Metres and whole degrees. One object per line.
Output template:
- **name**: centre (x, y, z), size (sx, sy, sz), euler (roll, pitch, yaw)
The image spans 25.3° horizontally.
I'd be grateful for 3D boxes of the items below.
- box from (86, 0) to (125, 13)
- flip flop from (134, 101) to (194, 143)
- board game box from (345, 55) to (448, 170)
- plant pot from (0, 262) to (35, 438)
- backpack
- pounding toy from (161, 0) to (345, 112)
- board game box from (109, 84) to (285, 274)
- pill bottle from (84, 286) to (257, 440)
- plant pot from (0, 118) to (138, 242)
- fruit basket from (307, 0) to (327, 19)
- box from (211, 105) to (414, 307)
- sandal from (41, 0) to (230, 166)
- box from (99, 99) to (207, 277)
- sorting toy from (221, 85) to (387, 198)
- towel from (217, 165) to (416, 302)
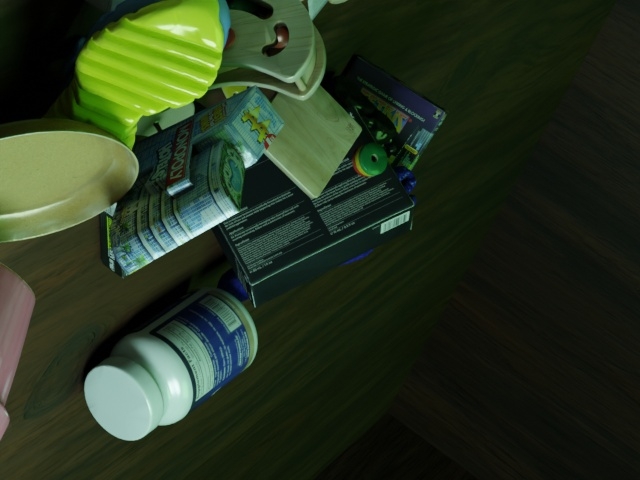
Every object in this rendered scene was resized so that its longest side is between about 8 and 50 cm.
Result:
- **box**: centre (-0.125, -0.398, 1.410), size (0.232, 0.058, 0.322), euler (-39, 160, -45)
- **flip flop**: centre (-0.240, -0.088, 1.677), size (0.277, 0.080, 0.112), euler (-39, 158, -45)
- **board game box**: centre (0.096, -0.192, 2.284), size (0.141, 0.170, 0.048), euler (-59, 172, 14)
- **plant pot**: centre (-0.392, 0.108, 1.469), size (0.201, 0.201, 0.180), euler (94, 19, -63)
- **backpack**: centre (0.010, -0.150, 2.216), size (0.182, 0.152, 0.115), euler (-47, 162, 20)
- **pounding toy**: centre (-0.074, -0.213, 1.619), size (0.269, 0.154, 0.155), euler (-23, 164, 5)
- **board game box**: centre (-0.135, -0.077, 1.534), size (0.194, 0.060, 0.194), euler (-30, -153, 18)
- **pill bottle**: centre (-0.226, 0.187, 2.166), size (0.264, 0.153, 0.153), euler (-35, 155, -49)
- **plant pot**: centre (-0.302, -0.063, 1.441), size (0.236, 0.032, 0.236), euler (-15, 158, -6)
- **fruit basket**: centre (0.069, -0.450, 1.782), size (0.327, 0.165, 0.353), euler (-53, 180, -5)
- **box**: centre (-0.023, -0.050, 2.052), size (0.261, 0.184, 0.103), euler (-26, 161, -10)
- **sandal**: centre (-0.190, -0.186, 1.438), size (0.317, 0.126, 0.138), euler (-29, -140, 50)
- **box**: centre (-0.214, -0.066, 1.874), size (0.184, 0.045, 0.191), euler (-49, 163, -29)
- **sorting toy**: centre (-0.035, -0.152, 1.947), size (0.046, 0.274, 0.132), euler (-11, -139, 55)
- **towel**: centre (0.000, 0.000, 2.256), size (0.308, 0.076, 0.228), euler (-21, -158, 42)
